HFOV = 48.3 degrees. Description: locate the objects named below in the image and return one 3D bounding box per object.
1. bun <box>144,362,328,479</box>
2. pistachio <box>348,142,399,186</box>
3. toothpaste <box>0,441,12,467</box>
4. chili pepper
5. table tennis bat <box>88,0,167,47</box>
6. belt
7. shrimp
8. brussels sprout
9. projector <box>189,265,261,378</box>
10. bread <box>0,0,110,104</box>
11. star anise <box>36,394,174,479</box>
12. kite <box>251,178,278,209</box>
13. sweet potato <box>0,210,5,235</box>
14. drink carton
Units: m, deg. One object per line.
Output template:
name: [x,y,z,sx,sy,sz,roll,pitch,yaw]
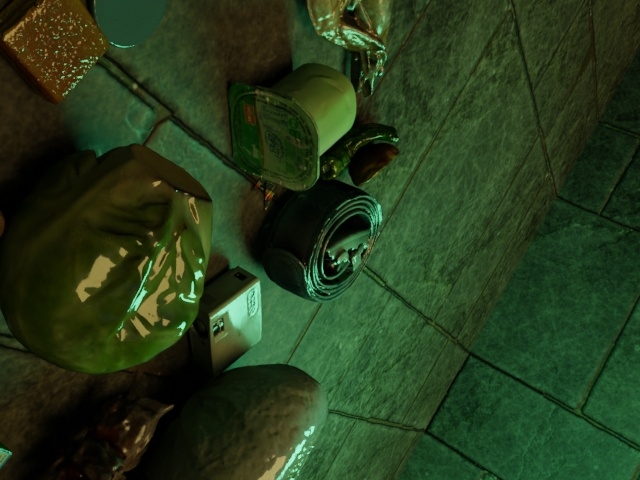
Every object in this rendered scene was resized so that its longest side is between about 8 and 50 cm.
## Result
bun: [-0.143,0.345,1.142,0.362,0.211,0.362,-49,169,-13]
pistachio: [0.084,-0.139,1.272,0.089,0.049,0.173,-32,-174,28]
toothpaste: [-0.460,0.326,0.790,0.266,0.065,0.050,-55,155,-14]
chili pepper: [0.051,-0.153,1.208,0.182,0.073,0.050,-36,117,-33]
table tennis bat: [-0.193,-0.277,0.744,0.100,0.019,0.155,-12,127,-55]
belt: [0.000,0.000,1.216,0.267,0.116,0.206,-9,119,-60]
shrimp: [0.043,-0.334,1.043,0.168,0.077,0.317,-34,139,-25]
brussels sprout: [-0.227,0.021,0.769,0.244,0.244,0.244,-40,145,-35]
projector: [-0.152,0.129,1.131,0.115,0.061,0.147,-39,145,-38]
bread: [-0.259,-0.194,0.688,0.090,0.035,0.094,-53,151,-16]
star anise: [-0.314,0.303,0.974,0.223,0.109,0.236,-53,176,37]
kite: [-0.077,-0.105,1.108,0.090,0.004,0.122,-44,147,-30]
sweet potato: [-0.359,-0.106,0.536,0.109,0.109,0.385,-52,163,-18]
drink carton: [-0.027,-0.171,0.998,0.142,0.144,0.146,-44,148,-41]
